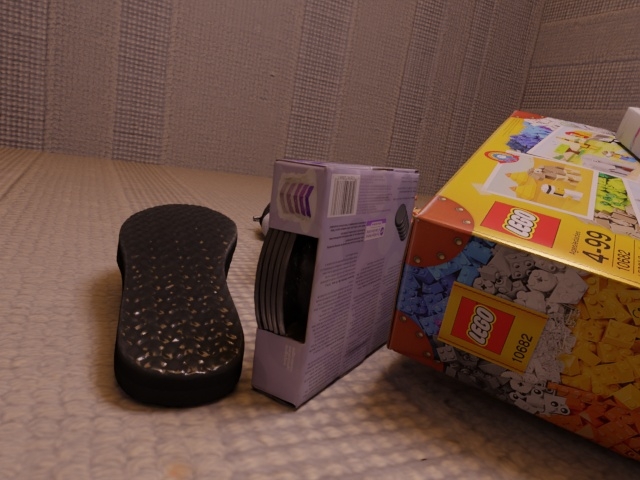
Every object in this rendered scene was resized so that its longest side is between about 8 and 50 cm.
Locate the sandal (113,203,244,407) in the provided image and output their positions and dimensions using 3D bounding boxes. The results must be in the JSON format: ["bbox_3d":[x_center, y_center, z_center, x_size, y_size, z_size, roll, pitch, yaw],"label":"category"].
[{"bbox_3d":[-0.196,0.064,0.630,0.168,0.107,0.445,7,25,-16],"label":"sandal"}]

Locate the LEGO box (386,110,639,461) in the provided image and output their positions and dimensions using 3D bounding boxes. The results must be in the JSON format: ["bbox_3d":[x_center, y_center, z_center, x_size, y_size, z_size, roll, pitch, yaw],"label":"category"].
[{"bbox_3d":[0.365,0.009,0.619,0.373,0.193,0.500,21,35,23],"label":"LEGO box"}]

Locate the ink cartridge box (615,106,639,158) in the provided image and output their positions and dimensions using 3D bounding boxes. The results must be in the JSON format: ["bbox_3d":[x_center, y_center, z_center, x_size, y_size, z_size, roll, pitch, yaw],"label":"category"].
[{"bbox_3d":[0.478,-0.138,0.640,0.089,0.052,0.122,9,30,5],"label":"ink cartridge box"}]

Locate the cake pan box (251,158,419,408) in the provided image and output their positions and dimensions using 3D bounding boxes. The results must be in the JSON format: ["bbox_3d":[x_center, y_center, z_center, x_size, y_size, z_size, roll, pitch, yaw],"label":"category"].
[{"bbox_3d":[0.028,0.032,0.553,0.070,0.245,0.267,12,13,29],"label":"cake pan box"}]

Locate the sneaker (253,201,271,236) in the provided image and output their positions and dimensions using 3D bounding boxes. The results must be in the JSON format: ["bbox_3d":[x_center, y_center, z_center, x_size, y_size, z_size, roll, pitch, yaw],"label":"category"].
[{"bbox_3d":[-0.044,-0.067,1.243,0.269,0.101,0.153,-9,19,-25],"label":"sneaker"}]

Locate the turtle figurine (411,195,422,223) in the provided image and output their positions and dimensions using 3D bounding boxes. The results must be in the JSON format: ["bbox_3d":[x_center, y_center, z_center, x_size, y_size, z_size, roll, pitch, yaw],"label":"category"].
[{"bbox_3d":[0.237,-0.039,0.980,0.218,0.087,0.269,0,17,-5],"label":"turtle figurine"}]
